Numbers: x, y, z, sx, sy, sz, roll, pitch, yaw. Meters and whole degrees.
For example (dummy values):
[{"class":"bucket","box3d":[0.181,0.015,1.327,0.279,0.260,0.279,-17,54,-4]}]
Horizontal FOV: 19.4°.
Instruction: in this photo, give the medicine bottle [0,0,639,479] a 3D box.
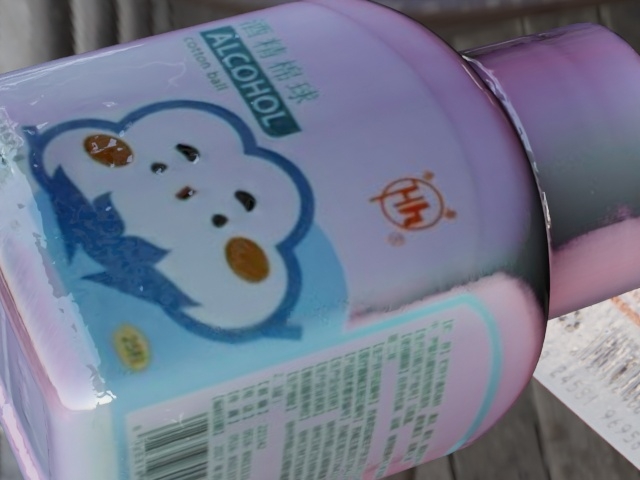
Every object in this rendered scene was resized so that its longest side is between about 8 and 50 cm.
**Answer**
[{"class":"medicine bottle","box3d":[0.000,0.000,0.510,0.188,0.094,0.119,-17,54,-19]}]

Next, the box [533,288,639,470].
[{"class":"box","box3d":[0.165,0.032,1.158,0.123,0.229,0.050,-46,15,15]}]
